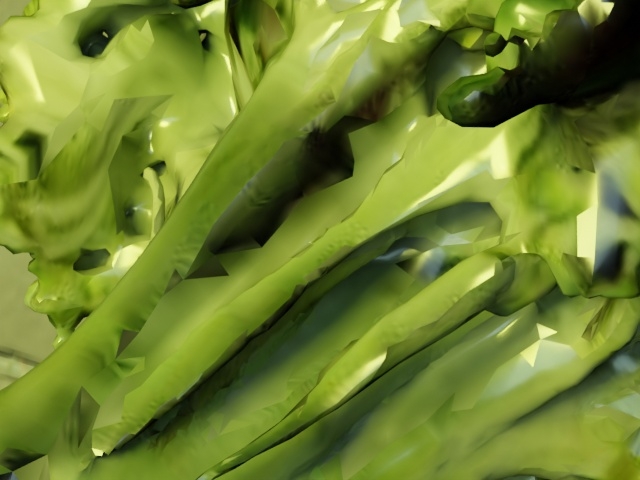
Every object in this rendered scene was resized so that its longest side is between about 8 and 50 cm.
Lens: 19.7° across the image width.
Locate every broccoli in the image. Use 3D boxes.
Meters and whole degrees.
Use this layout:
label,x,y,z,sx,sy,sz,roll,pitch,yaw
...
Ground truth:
label,x,y,z,sx,sy,sz,roll,pitch,yaw
broccoli,0.000,0.000,0.495,0.263,0.247,0.243,42,63,11
